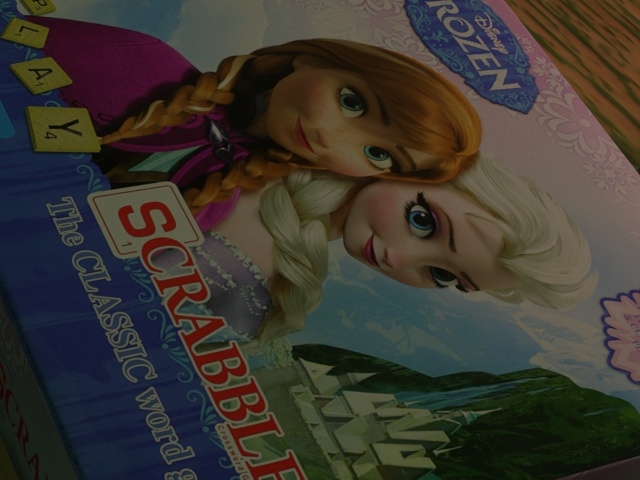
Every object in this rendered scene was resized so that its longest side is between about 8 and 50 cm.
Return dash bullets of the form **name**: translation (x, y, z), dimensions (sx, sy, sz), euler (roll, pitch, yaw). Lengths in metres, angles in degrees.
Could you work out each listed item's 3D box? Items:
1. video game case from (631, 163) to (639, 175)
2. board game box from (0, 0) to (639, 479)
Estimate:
- **video game case**: translation (0.181, 0.053, 0.823), dimensions (0.193, 0.023, 0.212), euler (27, 51, 26)
- **board game box**: translation (0.000, 0.000, 0.682), dimensions (0.318, 0.066, 0.319), euler (-10, 52, -29)
